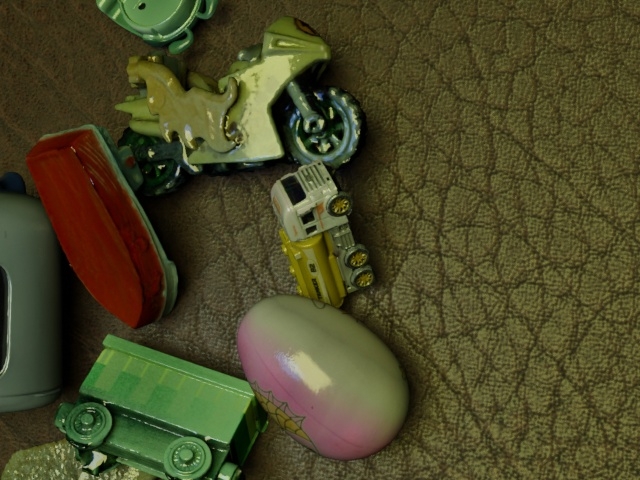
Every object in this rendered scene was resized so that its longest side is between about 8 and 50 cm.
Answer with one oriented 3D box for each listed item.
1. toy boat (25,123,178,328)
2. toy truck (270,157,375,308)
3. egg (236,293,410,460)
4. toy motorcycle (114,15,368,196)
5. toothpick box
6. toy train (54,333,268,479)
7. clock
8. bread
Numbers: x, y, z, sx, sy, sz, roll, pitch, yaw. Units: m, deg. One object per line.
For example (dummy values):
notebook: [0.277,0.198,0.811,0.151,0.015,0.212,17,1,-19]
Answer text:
toy boat: [-0.305,-0.021,1.823,0.145,0.133,0.332,-9,112,33]
toy truck: [0.000,0.000,1.741,0.114,0.227,0.098,-23,41,-5]
egg: [0.003,0.189,1.721,0.196,0.196,0.271,-43,78,7]
toy motorcycle: [-0.131,-0.197,1.810,0.410,0.169,0.237,-8,86,22]
toothpick box: [-0.503,0.069,1.844,0.263,0.263,0.355,2,93,15]
toy train: [-0.232,0.268,1.783,0.301,0.120,0.202,17,54,16]
clock: [-0.250,-0.383,1.911,0.188,0.060,0.148,37,93,24]
bread: [-0.360,0.397,1.875,0.286,0.056,0.207,-21,77,13]
